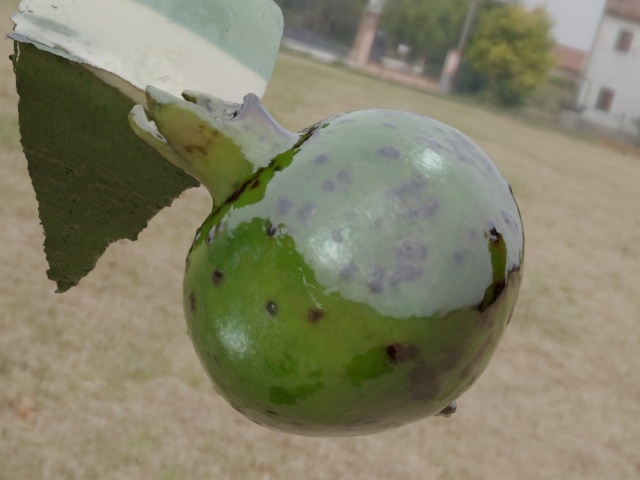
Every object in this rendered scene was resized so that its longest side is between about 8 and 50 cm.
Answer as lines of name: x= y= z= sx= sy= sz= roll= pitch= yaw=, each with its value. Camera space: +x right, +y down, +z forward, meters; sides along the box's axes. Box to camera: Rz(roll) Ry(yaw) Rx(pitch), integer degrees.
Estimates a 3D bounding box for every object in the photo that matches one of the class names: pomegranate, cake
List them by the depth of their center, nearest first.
pomegranate: x=0.000 y=0.000 z=0.756 sx=0.263 sy=0.211 sz=0.211 roll=50 pitch=6 yaw=-8
cake: x=-0.125 y=-0.073 z=0.992 sx=0.172 sy=0.284 sz=0.158 roll=14 pitch=47 yaw=6
